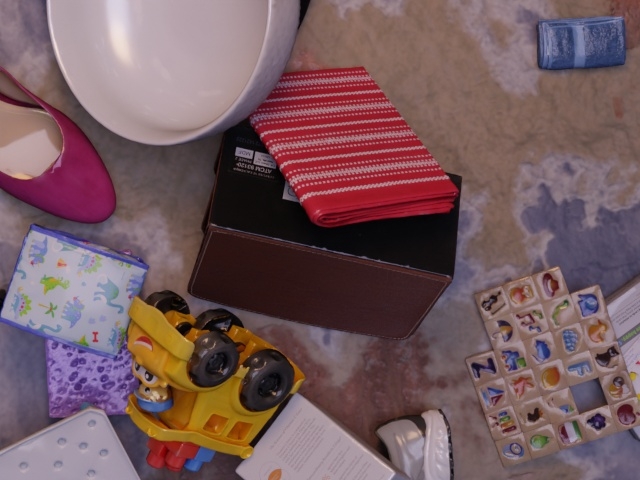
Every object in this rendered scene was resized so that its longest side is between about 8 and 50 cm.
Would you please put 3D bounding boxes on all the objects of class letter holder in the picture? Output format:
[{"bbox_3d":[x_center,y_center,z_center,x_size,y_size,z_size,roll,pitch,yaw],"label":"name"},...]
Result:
[{"bbox_3d":[0.000,0.000,1.805,0.302,0.214,0.152,12,60,-8],"label":"letter holder"}]

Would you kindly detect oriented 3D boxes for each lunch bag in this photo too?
[{"bbox_3d":[-0.303,0.061,1.749,0.151,0.096,0.129,18,91,-18],"label":"lunch bag"}]

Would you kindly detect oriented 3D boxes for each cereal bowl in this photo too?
[{"bbox_3d":[-0.159,-0.286,1.715,0.339,0.141,0.339,6,100,32],"label":"cereal bowl"}]

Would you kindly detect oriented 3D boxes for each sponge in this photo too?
[{"bbox_3d":[-0.292,0.118,1.818,0.117,0.031,0.210,-4,94,-8],"label":"sponge"}]

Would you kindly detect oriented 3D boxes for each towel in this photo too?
[{"bbox_3d":[0.024,-0.118,1.730,0.199,0.275,0.031,-8,134,-26],"label":"towel"},{"bbox_3d":[0.344,-0.259,1.879,0.119,0.029,0.067,-4,95,-7],"label":"towel"}]

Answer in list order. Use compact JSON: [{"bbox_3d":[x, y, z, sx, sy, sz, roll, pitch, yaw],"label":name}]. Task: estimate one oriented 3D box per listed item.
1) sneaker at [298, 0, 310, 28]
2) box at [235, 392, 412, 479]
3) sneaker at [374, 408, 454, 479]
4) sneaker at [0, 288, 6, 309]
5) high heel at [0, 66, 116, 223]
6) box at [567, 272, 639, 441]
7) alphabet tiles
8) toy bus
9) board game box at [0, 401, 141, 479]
[{"bbox_3d":[-0.083,-0.341,1.797,0.145,0.090,0.270,32,108,16],"label":"sneaker"},{"bbox_3d":[0.005,0.297,1.801,0.170,0.091,0.130,37,89,24],"label":"box"},{"bbox_3d":[0.125,0.358,1.863,0.108,0.100,0.271,-5,88,2],"label":"sneaker"},{"bbox_3d":[-0.463,0.114,1.791,0.075,0.057,0.161,31,90,9],"label":"sneaker"},{"bbox_3d":[-0.399,-0.148,1.712,0.377,0.181,0.127,38,88,-8],"label":"high heel"},{"bbox_3d":[0.434,0.155,1.913,0.145,0.038,0.186,-35,98,-3],"label":"box"},{"bbox_3d":[0.297,0.162,1.885,0.198,0.009,0.237,-19,96,10],"label":"alphabet tiles"},{"bbox_3d":[-0.163,0.189,1.753,0.220,0.149,0.211,25,99,-45],"label":"toy bus"},{"bbox_3d":[-0.369,0.440,1.777,0.390,0.050,0.390,-26,110,-5],"label":"board game box"}]
